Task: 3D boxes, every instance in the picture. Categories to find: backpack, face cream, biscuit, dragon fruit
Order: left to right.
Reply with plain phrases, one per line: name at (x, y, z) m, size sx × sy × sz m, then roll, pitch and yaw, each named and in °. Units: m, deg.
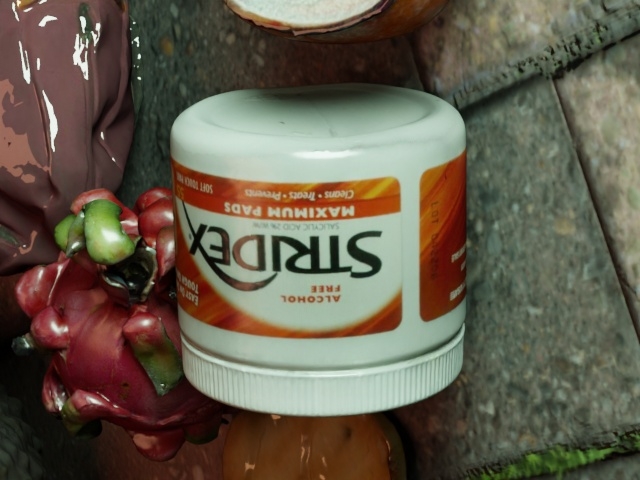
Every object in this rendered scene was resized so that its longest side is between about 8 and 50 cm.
backpack at (-0.250, -0.128, 1.538) m, size 0.283 × 0.197 × 0.317 m, roll -35°, pitch 68°, yaw 51°
dragon fruit at (-0.127, 0.047, 1.421) m, size 0.218 × 0.198 × 0.273 m, roll 22°, pitch 132°, yaw 4°
biscuit at (-0.004, 0.209, 1.461) m, size 0.260 × 0.041 × 0.203 m, roll -45°, pitch 58°, yaw 48°
face cream at (0.000, 0.000, 1.246) m, size 0.201 × 0.201 × 0.187 m, roll 19°, pitch 116°, yaw 49°

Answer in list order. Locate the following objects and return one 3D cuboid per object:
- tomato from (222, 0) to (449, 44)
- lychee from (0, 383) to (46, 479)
tomato at (0.029, -0.227, 1.169) m, size 0.181 × 0.155 × 0.214 m, roll 21°, pitch 98°, yaw 31°
lychee at (-0.449, 0.276, 1.800) m, size 0.380 × 0.380 × 0.432 m, roll 36°, pitch 119°, yaw 42°
